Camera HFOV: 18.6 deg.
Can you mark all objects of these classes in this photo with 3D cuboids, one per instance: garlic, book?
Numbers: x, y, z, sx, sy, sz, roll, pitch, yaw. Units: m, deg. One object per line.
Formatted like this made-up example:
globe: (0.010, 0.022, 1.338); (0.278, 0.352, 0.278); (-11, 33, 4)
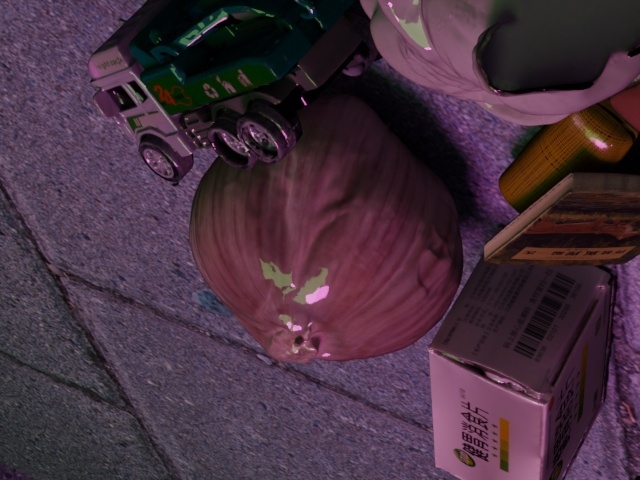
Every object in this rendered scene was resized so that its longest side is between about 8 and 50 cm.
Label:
garlic: (0.000, 0.000, 2.041); (0.317, 0.259, 0.317); (11, 159, 4)
book: (0.267, -0.017, 1.872); (0.160, 0.024, 0.228); (1, 162, -17)

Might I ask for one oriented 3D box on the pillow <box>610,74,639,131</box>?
pillow: (0.349, -0.101, 1.633); (0.179, 0.075, 0.171); (36, 156, -9)

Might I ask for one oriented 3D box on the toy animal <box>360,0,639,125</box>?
toy animal: (0.160, -0.189, 1.608); (0.258, 0.194, 0.357); (12, 176, -10)

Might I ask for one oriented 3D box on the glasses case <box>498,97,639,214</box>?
glasses case: (0.233, -0.074, 1.850); (0.079, 0.064, 0.234); (39, 158, 1)

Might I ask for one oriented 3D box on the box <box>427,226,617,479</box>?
box: (0.223, 0.150, 2.160); (0.145, 0.173, 0.333); (23, 155, 17)

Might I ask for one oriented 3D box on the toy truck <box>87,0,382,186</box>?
toy truck: (-0.088, -0.180, 1.915); (0.178, 0.176, 0.363); (50, 153, -14)

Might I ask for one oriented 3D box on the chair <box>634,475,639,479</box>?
chair: (0.475, 0.255, 2.054); (0.154, 0.141, 0.260); (43, 165, -12)
